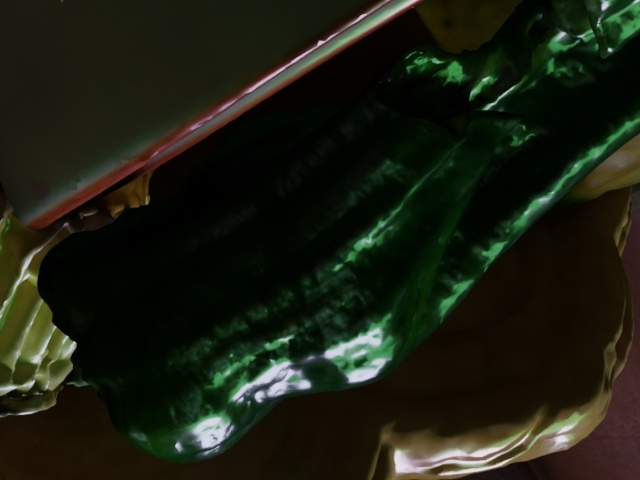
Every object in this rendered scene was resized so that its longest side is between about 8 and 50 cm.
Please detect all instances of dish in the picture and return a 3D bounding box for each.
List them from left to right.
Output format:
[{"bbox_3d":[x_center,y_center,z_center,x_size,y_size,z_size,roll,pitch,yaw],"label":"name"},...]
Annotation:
[{"bbox_3d":[0.001,-0.116,0.464,0.256,0.117,0.256,-31,-176,3],"label":"dish"}]

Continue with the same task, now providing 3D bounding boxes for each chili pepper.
[{"bbox_3d":[0.038,-0.028,0.489,0.253,0.083,0.099,-35,175,4],"label":"chili pepper"}]

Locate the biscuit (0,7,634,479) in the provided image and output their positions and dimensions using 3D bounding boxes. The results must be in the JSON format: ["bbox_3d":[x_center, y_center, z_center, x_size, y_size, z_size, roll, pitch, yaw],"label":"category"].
[{"bbox_3d":[0.000,-0.003,0.731,0.376,0.269,0.051,-60,162,-49],"label":"biscuit"}]

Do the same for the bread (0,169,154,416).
[{"bbox_3d":[-0.124,-0.026,0.586,0.190,0.132,0.114,-108,-139,-66],"label":"bread"}]

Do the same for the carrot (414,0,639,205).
[{"bbox_3d":[0.166,-0.168,0.664,0.340,0.241,0.241,-28,-174,28],"label":"carrot"}]
